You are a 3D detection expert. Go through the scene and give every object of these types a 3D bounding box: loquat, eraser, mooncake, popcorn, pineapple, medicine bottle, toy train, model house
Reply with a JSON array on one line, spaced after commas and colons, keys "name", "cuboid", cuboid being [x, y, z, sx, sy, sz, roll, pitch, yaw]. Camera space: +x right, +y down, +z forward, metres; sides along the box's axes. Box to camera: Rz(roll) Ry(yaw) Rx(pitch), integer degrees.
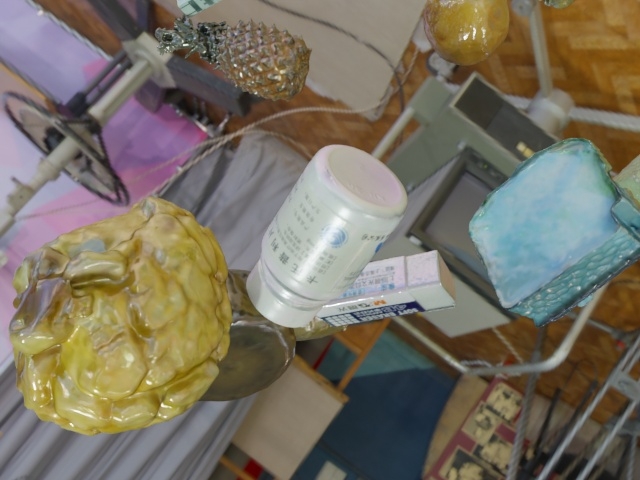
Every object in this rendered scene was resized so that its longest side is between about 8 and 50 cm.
[{"name": "loquat", "cuboid": [0.358, -0.553, 1.828, 0.238, 0.193, 0.238, 44, 163, 17]}, {"name": "eraser", "cuboid": [0.124, 0.103, 1.507, 0.287, 0.086, 0.130, -12, 148, 22]}, {"name": "mooncake", "cuboid": [-0.203, 0.195, 1.517, 0.290, 0.291, 0.161, 61, -177, -47]}, {"name": "popcorn", "cuboid": [-0.320, 0.131, 1.202, 0.344, 0.390, 0.354, -32, 91, 48]}, {"name": "pineapple", "cuboid": [-0.202, -0.428, 1.659, 0.361, 0.175, 0.175, 18, 156, 11]}, {"name": "medicine bottle", "cuboid": [0.000, 0.000, 1.193, 0.170, 0.170, 0.293, 37, 125, 1]}, {"name": "toy train", "cuboid": [-0.216, -0.584, 1.657, 0.234, 0.051, 0.052, -21, 150, 20]}, {"name": "model house", "cuboid": [0.439, 0.000, 1.254, 0.241, 0.225, 0.261, 26, 125, -34]}]

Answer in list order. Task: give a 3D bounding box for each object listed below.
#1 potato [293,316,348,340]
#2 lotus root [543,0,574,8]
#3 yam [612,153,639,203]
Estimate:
[{"name": "potato", "cuboid": [-0.038, 0.193, 1.922, 0.191, 0.297, 0.141, 112, 148, -62]}, {"name": "lotus root", "cuboid": [0.524, -0.583, 1.540, 0.088, 0.192, 0.113, 10, -158, -46]}, {"name": "yam", "cuboid": [0.753, -0.116, 1.557, 0.201, 0.271, 0.202, 61, 164, -3]}]
